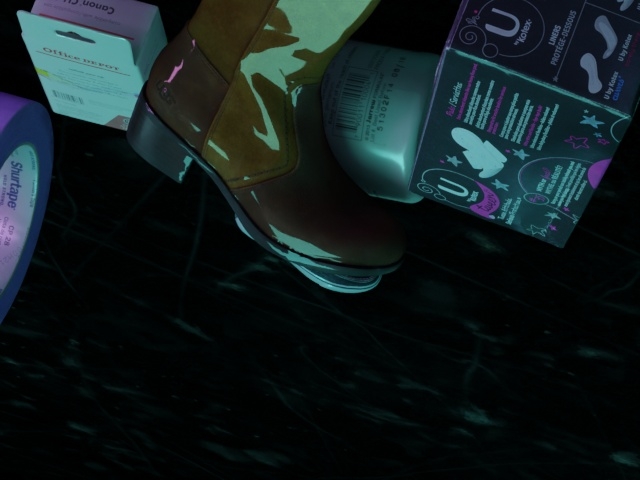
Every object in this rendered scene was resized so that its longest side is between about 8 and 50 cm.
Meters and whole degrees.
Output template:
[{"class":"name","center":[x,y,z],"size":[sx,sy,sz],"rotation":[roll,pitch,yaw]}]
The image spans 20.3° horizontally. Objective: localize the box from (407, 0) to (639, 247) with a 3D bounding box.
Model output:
[{"class":"box","center":[0.165,-0.129,1.352],"size":[0.142,0.163,0.247],"rotation":[21,158,4]}]

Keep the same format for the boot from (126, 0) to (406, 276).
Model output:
[{"class":"boot","center":[0.005,-0.130,1.425],"size":[0.264,0.096,0.280],"rotation":[36,125,6]}]

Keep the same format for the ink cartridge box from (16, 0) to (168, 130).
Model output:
[{"class":"ink cartridge box","center":[-0.205,-0.177,1.668],"size":[0.115,0.067,0.198],"rotation":[15,160,8]}]

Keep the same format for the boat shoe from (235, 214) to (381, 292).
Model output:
[{"class":"boat shoe","center":[0.000,0.000,1.926],"size":[0.183,0.065,0.083],"rotation":[28,158,-19]}]

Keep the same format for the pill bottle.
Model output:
[{"class":"pill bottle","center":[-0.009,-0.116,1.566],"size":[0.229,0.131,0.131],"rotation":[12,158,16]}]

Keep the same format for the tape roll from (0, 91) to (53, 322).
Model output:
[{"class":"tape roll","center":[-0.372,-0.025,1.885],"size":[0.090,0.275,0.275],"rotation":[15,158,8]}]
